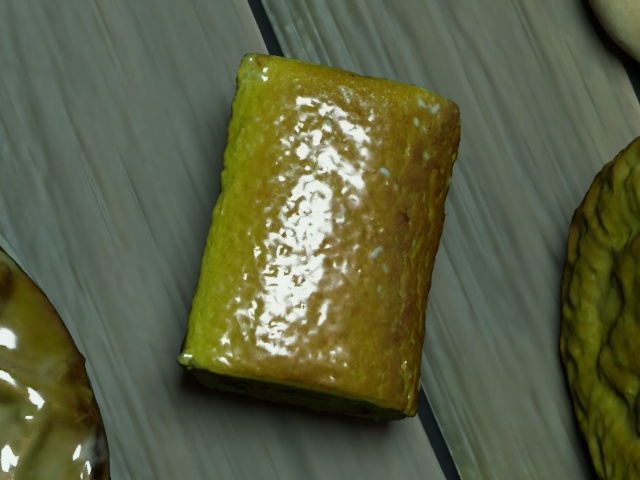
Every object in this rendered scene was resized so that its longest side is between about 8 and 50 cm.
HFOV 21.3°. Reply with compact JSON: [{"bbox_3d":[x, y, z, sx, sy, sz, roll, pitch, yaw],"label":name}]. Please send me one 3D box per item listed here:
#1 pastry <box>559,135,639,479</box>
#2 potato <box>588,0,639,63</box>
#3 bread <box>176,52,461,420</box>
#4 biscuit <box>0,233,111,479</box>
[{"bbox_3d":[0.226,0.056,0.861,0.132,0.240,0.235,-4,81,-19],"label":"pastry"},{"bbox_3d":[0.195,-0.172,0.970,0.112,0.112,0.147,-10,74,-15],"label":"potato"},{"bbox_3d":[0.000,0.000,0.887,0.132,0.103,0.172,12,77,-10],"label":"bread"},{"bbox_3d":[-0.259,0.113,0.805,0.332,0.103,0.332,3,77,-12],"label":"biscuit"}]
